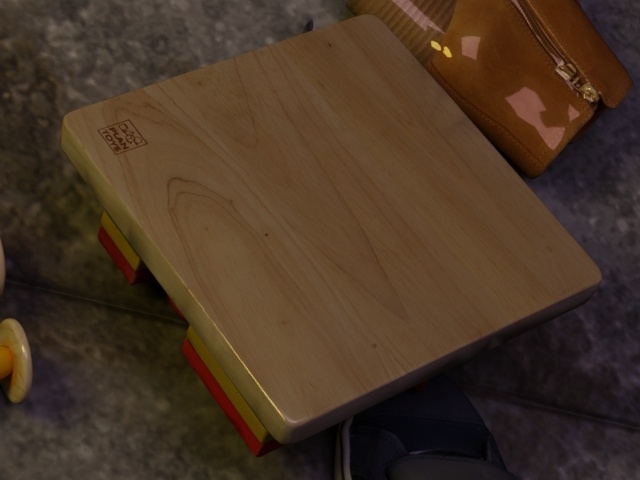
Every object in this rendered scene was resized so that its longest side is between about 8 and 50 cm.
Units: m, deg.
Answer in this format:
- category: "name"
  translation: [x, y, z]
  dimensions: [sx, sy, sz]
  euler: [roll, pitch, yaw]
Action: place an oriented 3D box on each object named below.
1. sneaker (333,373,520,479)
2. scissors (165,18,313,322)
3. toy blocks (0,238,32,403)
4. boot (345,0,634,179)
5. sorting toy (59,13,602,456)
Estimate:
- category: "sneaker"
  translation: [0.094, 0.204, 1.120]
  dimensions: [0.126, 0.127, 0.321]
  euler: [3, 58, -23]
- category: "scissors"
  translation: [-0.017, -0.032, 1.276]
  dimensions: [0.109, 0.021, 0.297]
  euler: [29, 52, -5]
- category: "toy blocks"
  translation: [-0.257, 0.049, 1.082]
  dimensions: [0.148, 0.054, 0.123]
  euler: [-7, 65, -29]
- category: "boot"
  translation: [0.166, -0.193, 1.422]
  dimensions: [0.211, 0.104, 0.295]
  euler: [41, 57, -5]
- category: "sorting toy"
  translation: [0.000, 0.000, 1.178]
  dimensions: [0.255, 0.089, 0.257]
  euler: [-22, 61, -32]
